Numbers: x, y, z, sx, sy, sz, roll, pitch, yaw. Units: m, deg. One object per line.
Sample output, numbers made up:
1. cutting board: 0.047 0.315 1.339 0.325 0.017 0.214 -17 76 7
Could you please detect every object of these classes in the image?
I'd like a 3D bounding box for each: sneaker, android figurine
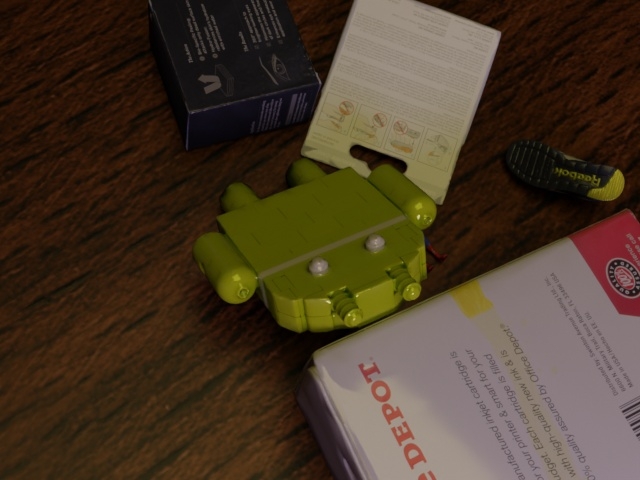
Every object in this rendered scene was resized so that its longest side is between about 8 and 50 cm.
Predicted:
1. sneaker: 0.294 -0.081 1.053 0.144 0.059 0.053 23 97 17
2. android figurine: 0.000 0.000 0.889 0.248 0.056 0.273 -21 36 -16

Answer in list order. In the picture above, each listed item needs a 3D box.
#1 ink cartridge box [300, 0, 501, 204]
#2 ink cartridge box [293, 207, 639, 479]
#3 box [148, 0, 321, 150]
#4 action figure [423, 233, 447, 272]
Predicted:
1. ink cartridge box: 0.096 -0.180 1.069 0.189 0.066 0.232 20 87 -2
2. ink cartridge box: 0.201 0.178 0.868 0.384 0.160 0.279 -22 73 -17
3. box: -0.104 -0.208 1.011 0.158 0.093 0.156 -15 72 -16
4. action figure: 0.098 -0.016 1.004 0.038 0.030 0.115 -38 77 -16
